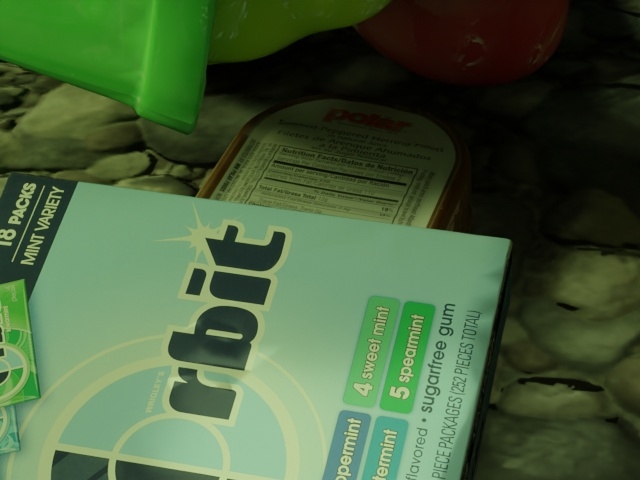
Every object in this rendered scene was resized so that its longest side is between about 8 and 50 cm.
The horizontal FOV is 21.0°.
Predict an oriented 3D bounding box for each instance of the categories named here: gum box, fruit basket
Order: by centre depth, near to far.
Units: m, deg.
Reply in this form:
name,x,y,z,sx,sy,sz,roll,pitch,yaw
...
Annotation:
name,x,y,z,sx,sy,sz,roll,pitch,yaw
gum box,-0.040,0.058,0.576,0.184,0.041,0.157,8,53,10
fruit basket,0.008,-0.143,0.739,0.353,0.165,0.327,0,13,-10

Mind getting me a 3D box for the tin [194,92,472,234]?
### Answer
name,x,y,z,sx,sy,sz,roll,pitch,yaw
tin,0.000,0.000,0.694,0.106,0.040,0.190,14,38,11
